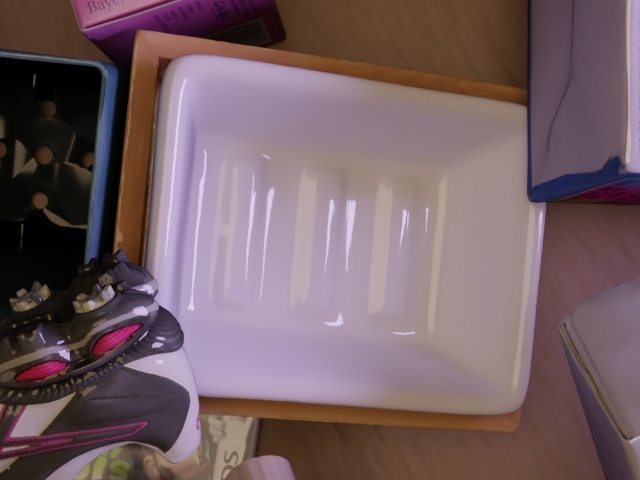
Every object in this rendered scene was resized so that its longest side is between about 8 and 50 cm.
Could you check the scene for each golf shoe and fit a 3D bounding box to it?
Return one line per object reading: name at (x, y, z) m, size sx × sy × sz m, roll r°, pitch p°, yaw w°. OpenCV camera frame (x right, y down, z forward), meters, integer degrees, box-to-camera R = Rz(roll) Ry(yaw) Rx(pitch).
golf shoe at (-0.200, 0.107, 0.921) m, size 0.272 × 0.105 × 0.120 m, roll -18°, pitch 111°, yaw 10°

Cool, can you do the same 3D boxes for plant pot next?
plant pot at (-0.203, -0.046, 1.060) m, size 0.165 × 0.234 × 0.166 m, roll 7°, pitch 99°, yaw 2°

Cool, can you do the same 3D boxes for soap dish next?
soap dish at (0.000, 0.000, 1.069) m, size 0.290 × 0.118 × 0.229 m, roll 6°, pitch 87°, yaw -24°

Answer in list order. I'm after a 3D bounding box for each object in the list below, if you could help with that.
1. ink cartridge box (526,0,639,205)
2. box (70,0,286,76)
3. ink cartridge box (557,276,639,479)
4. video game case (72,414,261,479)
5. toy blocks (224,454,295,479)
ink cartridge box at (0.338, -0.153, 1.059) m, size 0.395 × 0.151 × 0.270 m, roll 2°, pitch 86°, yaw -15°
box at (-0.118, -0.245, 1.087) m, size 0.117 × 0.213 × 0.243 m, roll -19°, pitch 85°, yaw 2°
ink cartridge box at (0.299, 0.152, 1.008) m, size 0.223 × 0.129 × 0.307 m, roll -22°, pitch 123°, yaw 2°
video game case at (-0.145, 0.175, 1.156) m, size 0.190 × 0.022 × 0.173 m, roll 8°, pitch 86°, yaw 3°
toy blocks at (-0.069, 0.323, 0.965) m, size 0.288 × 0.309 × 0.260 m, roll -23°, pitch 52°, yaw 1°
